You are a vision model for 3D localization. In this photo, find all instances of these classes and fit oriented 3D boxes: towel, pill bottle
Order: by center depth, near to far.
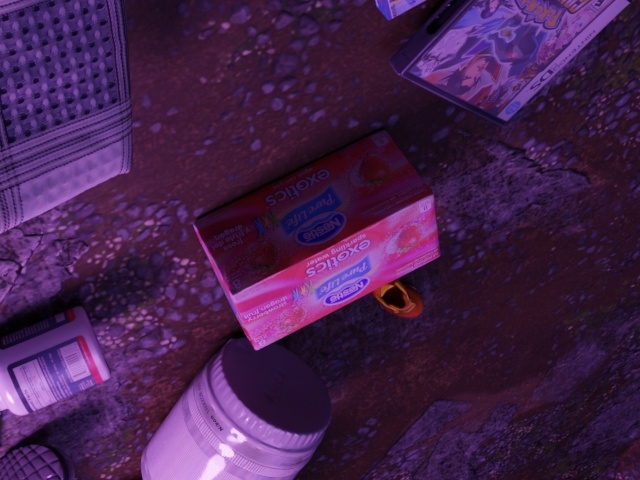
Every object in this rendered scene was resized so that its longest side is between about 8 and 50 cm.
[{"bbox_3d":[-0.304,-0.149,0.946,0.324,0.056,0.312,-29,135,-40],"label":"towel"},{"bbox_3d":[-0.379,0.168,1.349,0.180,0.108,0.108,-22,143,-12],"label":"pill bottle"}]

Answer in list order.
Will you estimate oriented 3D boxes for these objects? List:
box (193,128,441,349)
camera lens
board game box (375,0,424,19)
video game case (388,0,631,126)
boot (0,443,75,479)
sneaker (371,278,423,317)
[{"bbox_3d":[0.000,0.000,1.402,0.300,0.142,0.154,-26,144,-8],"label":"box"},{"bbox_3d":[-0.135,0.315,1.603,0.219,0.219,0.274,9,127,-42],"label":"camera lens"},{"bbox_3d":[0.146,-0.358,1.185,0.201,0.035,0.136,-29,144,-5],"label":"board game box"},{"bbox_3d":[0.253,-0.273,1.328,0.248,0.035,0.275,-45,148,23],"label":"video game case"},{"bbox_3d":[-0.436,0.431,1.634,0.338,0.118,0.223,-44,150,27],"label":"boot"},{"bbox_3d":[0.125,0.099,1.674,0.064,0.067,0.175,-42,144,10],"label":"sneaker"}]
